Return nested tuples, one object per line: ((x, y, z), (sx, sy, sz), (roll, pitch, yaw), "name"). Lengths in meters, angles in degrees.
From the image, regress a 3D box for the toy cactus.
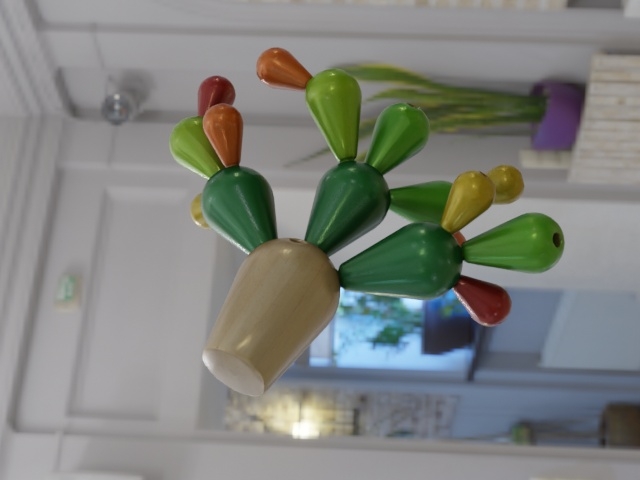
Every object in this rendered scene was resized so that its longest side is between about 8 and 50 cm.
((0.000, 0.000, 0.546), (0.180, 0.219, 0.112), (-56, -16, -33), "toy cactus")
